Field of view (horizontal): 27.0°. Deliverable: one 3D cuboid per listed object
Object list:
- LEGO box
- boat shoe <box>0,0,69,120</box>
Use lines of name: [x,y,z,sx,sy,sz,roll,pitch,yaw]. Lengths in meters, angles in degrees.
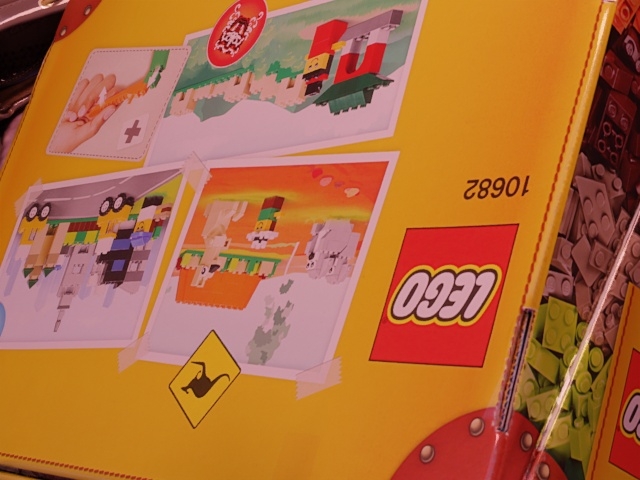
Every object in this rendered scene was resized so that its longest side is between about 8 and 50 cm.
LEGO box: [0.002,0.007,0.796,0.500,0.193,0.372,-1,65,46]
boat shoe: [-0.322,-0.161,1.252,0.324,0.116,0.097,-35,47,-16]
